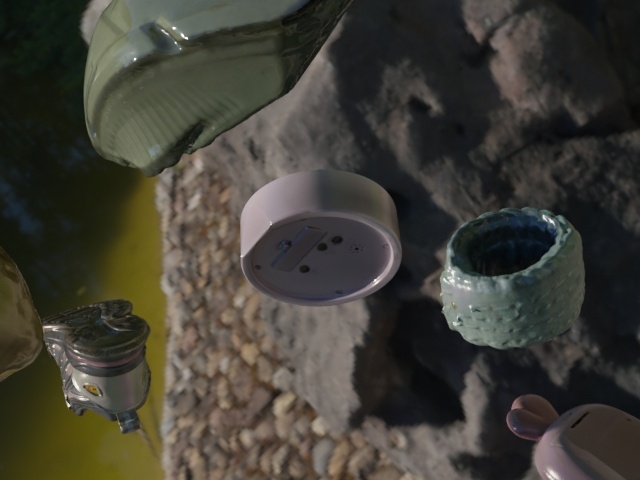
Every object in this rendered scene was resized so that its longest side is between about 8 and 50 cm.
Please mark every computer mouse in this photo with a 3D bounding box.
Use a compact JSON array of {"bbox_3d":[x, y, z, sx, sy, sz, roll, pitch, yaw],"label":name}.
[{"bbox_3d":[-0.112,-0.218,1.205,0.429,0.145,0.228,-27,33,39],"label":"computer mouse"}]

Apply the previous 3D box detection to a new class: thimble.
[{"bbox_3d":[0.315,0.060,2.042,0.250,0.172,0.205,-18,36,-9],"label":"thimble"}]

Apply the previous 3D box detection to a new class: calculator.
[{"bbox_3d":[0.177,0.132,0.686,0.166,0.024,0.103,31,27,22],"label":"calculator"}]

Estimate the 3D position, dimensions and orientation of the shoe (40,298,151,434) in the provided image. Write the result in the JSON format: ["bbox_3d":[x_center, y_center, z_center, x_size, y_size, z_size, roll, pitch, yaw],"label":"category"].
[{"bbox_3d":[-0.200,0.113,1.135,0.089,0.092,0.180,-16,14,-24],"label":"shoe"}]

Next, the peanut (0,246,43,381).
[{"bbox_3d":[-0.313,0.020,0.738,0.313,0.149,0.149,17,53,6],"label":"peanut"}]

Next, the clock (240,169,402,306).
[{"bbox_3d":[0.000,0.000,1.520,0.197,0.197,0.068,-22,49,22],"label":"clock"}]
